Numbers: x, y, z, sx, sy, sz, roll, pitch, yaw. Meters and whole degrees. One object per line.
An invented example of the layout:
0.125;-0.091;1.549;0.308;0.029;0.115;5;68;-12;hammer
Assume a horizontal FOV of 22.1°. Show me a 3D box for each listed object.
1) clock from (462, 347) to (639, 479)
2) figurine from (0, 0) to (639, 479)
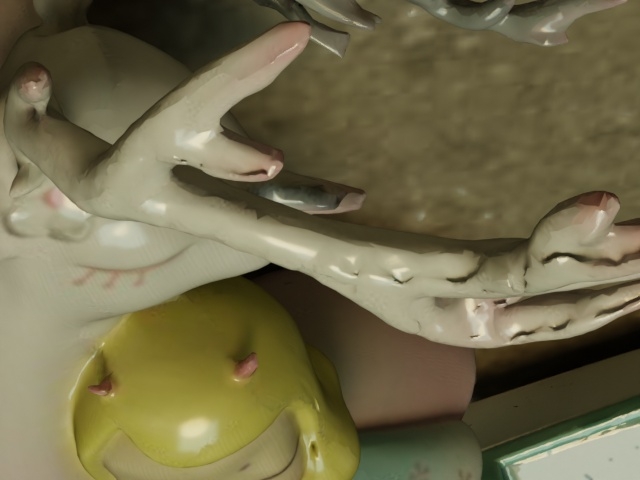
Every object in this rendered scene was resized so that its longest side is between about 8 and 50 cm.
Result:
0.208;0.153;0.769;0.231;0.116;0.262;-21;114;12;clock
-0.004;-0.011;0.528;0.284;0.206;0.315;-7;149;11;figurine
